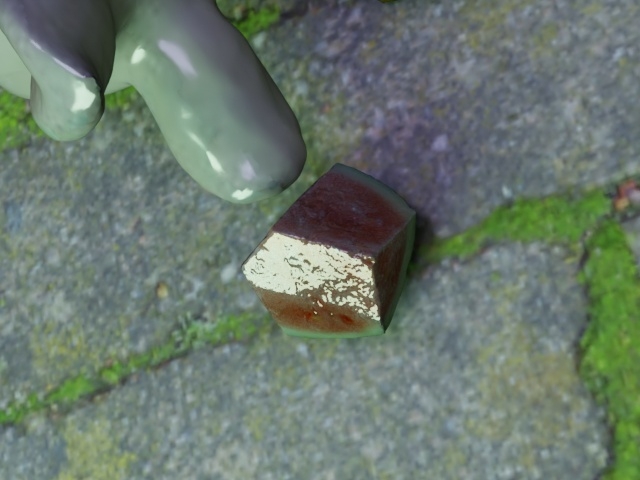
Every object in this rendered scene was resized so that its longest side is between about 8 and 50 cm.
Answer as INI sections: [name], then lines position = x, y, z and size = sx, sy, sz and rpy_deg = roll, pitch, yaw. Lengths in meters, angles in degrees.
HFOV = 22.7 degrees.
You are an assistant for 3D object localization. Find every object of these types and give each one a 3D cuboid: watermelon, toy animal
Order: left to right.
[toy animal]
position = -0.122, -0.191, 0.832
size = 0.241, 0.196, 0.367
rpy_deg = -27, 63, 34
[watermelon]
position = 0.006, 0.001, 0.802
size = 0.085, 0.072, 0.092
rpy_deg = 0, 72, 11

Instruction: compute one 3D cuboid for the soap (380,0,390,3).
[soap]
position = 0.079, -0.246, 0.815
size = 0.160, 0.080, 0.257
rpy_deg = 26, 91, 32
